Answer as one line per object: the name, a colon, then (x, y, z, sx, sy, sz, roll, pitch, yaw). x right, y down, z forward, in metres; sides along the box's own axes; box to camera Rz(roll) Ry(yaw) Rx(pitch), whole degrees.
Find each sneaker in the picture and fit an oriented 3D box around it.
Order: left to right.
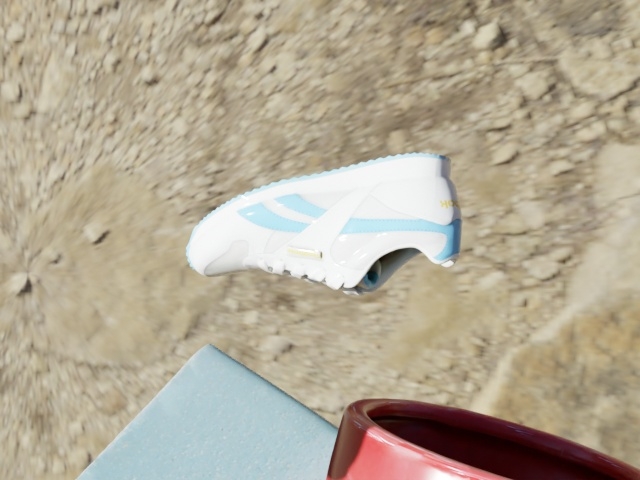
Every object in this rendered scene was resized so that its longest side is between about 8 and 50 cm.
sneaker: (0.000, 0.000, 1.376, 0.229, 0.087, 0.092, -15, 78, 19)

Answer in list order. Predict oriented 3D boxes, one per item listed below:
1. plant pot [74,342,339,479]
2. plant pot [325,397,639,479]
plant pot: (-0.046, 0.275, 1.250, 0.252, 0.247, 0.247, 24, 41, 17)
plant pot: (0.082, 0.194, 0.965, 0.191, 0.191, 0.174, 16, 94, -9)
